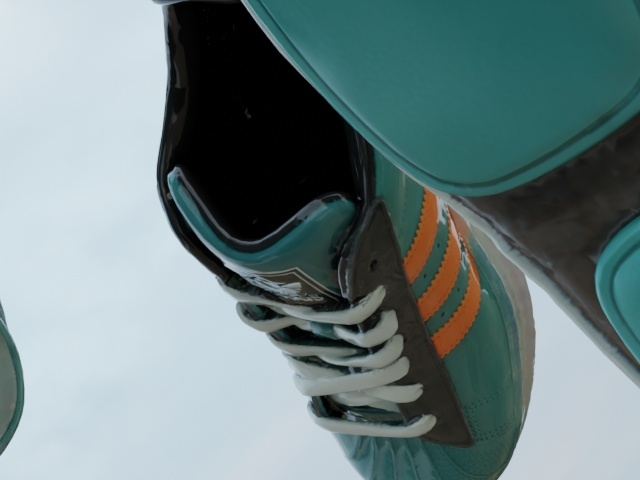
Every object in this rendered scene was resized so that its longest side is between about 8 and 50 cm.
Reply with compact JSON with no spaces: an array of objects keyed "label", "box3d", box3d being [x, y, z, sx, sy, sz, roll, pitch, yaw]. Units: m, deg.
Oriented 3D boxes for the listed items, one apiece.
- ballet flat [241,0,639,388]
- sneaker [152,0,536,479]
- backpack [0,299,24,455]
[{"label":"ballet flat","box3d":[0.100,-0.048,0.530,0.139,0.400,0.139,-41,11,10]},{"label":"sneaker","box3d":[0.000,0.000,0.660,0.121,0.108,0.302,-54,-44,-46]},{"label":"backpack","box3d":[-0.181,0.016,0.595,0.152,0.115,0.182,-33,-52,-11]}]
